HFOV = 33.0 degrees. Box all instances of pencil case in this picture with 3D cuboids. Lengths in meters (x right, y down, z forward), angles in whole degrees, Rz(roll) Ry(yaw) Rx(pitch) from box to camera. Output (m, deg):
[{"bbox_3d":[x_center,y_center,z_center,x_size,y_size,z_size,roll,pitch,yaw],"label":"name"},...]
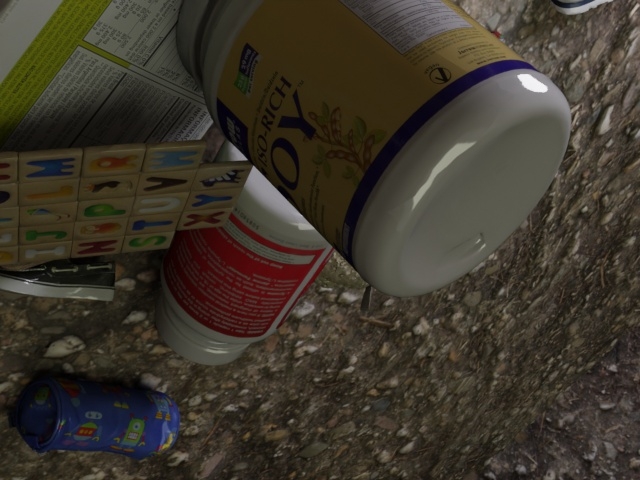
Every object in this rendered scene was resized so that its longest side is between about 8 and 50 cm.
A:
[{"bbox_3d":[-0.387,0.315,1.887,0.306,0.119,0.133,18,86,-51],"label":"pencil case"}]

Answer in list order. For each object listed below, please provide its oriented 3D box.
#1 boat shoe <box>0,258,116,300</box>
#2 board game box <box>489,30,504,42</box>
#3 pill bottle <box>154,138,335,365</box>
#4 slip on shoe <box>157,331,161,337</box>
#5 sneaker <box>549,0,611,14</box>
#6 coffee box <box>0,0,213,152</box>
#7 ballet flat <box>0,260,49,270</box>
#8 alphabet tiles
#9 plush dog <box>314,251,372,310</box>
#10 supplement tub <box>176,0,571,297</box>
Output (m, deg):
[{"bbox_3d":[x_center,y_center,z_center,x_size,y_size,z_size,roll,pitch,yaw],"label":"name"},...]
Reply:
[{"bbox_3d":[-0.408,0.049,1.628,0.219,0.077,0.070,7,89,-44],"label":"boat shoe"},{"bbox_3d":[0.188,-0.277,1.869,0.281,0.027,0.145,-16,137,-32],"label":"board game box"},{"bbox_3d":[-0.114,0.016,1.696,0.229,0.229,0.408,-9,147,-38],"label":"pill bottle"},{"bbox_3d":[-0.228,0.139,1.921,0.135,0.051,0.041,-15,99,-21],"label":"slip on shoe"},{"bbox_3d":[0.508,-0.482,1.905,0.235,0.090,0.095,-29,135,-19],"label":"sneaker"},{"bbox_3d":[-0.292,-0.261,1.129,0.338,0.337,0.334,-50,151,13],"label":"coffee box"},{"bbox_3d":[-0.339,-0.032,1.590,0.316,0.108,0.106,-15,158,-25],"label":"ballet flat"},{"bbox_3d":[-0.249,-0.032,1.100,0.342,0.011,0.285,-6,162,-18],"label":"alphabet tiles"},{"bbox_3d":[0.000,0.000,1.882,0.225,0.211,0.262,13,121,-19],"label":"plush dog"},{"bbox_3d":[0.040,-0.135,1.017,0.241,0.331,0.241,-32,150,-22],"label":"supplement tub"}]
